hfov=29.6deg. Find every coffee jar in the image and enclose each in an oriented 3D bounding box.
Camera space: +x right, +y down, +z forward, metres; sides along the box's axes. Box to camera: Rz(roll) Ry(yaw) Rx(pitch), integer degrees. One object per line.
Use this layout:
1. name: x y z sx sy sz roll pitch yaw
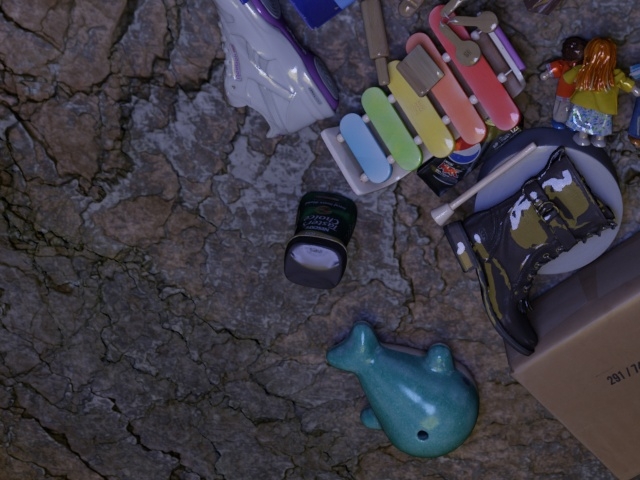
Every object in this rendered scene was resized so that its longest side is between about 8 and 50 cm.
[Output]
1. coffee jar: 0.000 0.000 1.847 0.096 0.184 0.079 11 121 2

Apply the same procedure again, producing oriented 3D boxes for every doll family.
1. doll family: 0.442 -0.212 1.697 0.263 0.118 0.163 5 120 6

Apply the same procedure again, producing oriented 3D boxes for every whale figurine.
1. whale figurine: 0.136 0.252 1.998 0.272 0.141 0.216 38 118 -13

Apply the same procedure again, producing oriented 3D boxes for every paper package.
1. paper package: 0.506 0.174 1.885 0.325 0.168 0.309 -38 110 24

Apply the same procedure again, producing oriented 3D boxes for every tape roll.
1. tape roll: 0.342 -0.059 1.829 0.219 0.072 0.219 4 119 6

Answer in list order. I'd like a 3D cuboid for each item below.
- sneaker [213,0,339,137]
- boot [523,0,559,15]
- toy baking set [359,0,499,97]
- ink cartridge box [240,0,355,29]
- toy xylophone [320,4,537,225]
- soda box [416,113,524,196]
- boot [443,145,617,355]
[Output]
1. sneaker: -0.105 -0.275 1.745 0.152 0.114 0.305 -27 112 20
2. boot: 0.347 -0.345 1.682 0.106 0.037 0.114 44 114 -2
3. toy baking set: 0.145 -0.333 1.686 0.197 0.030 0.256 -15 87 25
4. ink cartridge box: 0.025 -0.469 1.586 0.395 0.151 0.270 -33 105 26
5. toy xylophone: 0.171 -0.170 1.739 0.323 0.081 0.236 -44 75 23
6. soda box: 0.223 -0.141 1.805 0.053 0.060 0.169 44 116 -12
7. boot: 0.328 0.021 1.768 0.229 0.091 0.263 -28 107 9
